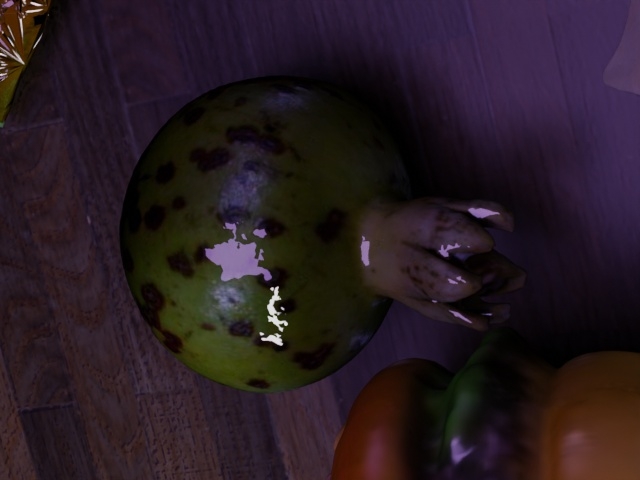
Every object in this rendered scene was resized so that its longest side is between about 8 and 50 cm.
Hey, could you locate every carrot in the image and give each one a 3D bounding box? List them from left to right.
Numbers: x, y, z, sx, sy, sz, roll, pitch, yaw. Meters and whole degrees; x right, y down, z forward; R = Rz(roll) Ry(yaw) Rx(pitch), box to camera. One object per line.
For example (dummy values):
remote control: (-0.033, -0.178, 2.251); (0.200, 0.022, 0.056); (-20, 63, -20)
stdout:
carrot: (-0.251, -0.195, 1.507); (0.069, 0.069, 0.228); (32, 114, 11)

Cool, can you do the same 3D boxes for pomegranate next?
pomegranate: (-0.009, 0.015, 1.354); (0.306, 0.242, 0.242); (38, 117, 34)

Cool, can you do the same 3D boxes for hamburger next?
hamburger: (0.135, 0.260, 1.280); (0.277, 0.396, 0.395); (-3, 103, 11)

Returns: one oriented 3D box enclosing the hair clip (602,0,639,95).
hair clip: (0.323, -0.175, 1.257); (0.282, 0.113, 0.172); (6, 106, 21)
